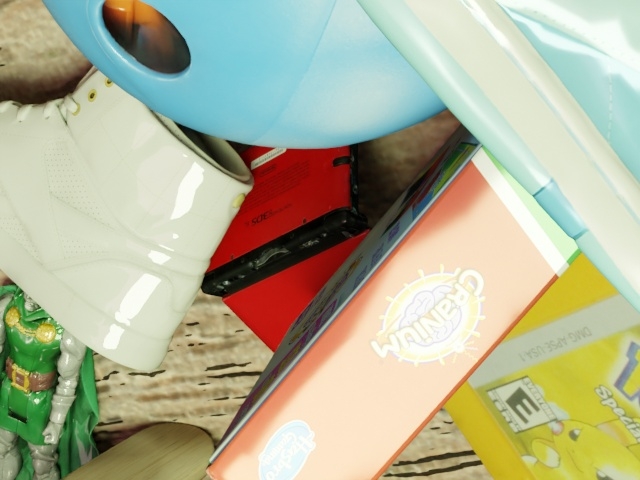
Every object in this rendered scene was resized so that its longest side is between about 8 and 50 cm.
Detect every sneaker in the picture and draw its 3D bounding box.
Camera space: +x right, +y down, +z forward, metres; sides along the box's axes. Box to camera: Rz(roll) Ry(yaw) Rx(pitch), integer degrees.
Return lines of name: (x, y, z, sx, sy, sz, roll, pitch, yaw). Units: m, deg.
sneaker: (-0.169, -0.069, 1.111, 0.292, 0.108, 0.169, 37, 104, 20)
sneaker: (0.165, -0.082, 0.644, 0.208, 0.127, 0.319, -42, 98, 15)

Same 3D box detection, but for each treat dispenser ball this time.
treat dispenser ball: (-0.009, -0.187, 0.835, 0.288, 0.288, 0.288, 12, 122, 19)

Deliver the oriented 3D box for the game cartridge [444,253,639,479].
game cartridge: (0.207, 0.117, 0.962, 0.285, 0.053, 0.324, 55, 150, -2)

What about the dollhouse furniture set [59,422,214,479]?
dollhouse furniture set: (0.027, 0.336, 1.211, 0.394, 0.256, 0.362, 20, 127, 40)

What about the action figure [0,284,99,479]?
action figure: (-0.209, 0.114, 1.250, 0.137, 0.063, 0.232, 20, 121, 18)

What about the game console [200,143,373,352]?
game console: (0.000, 0.000, 1.073, 0.085, 0.124, 0.144, 19, 150, -36)

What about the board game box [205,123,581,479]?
board game box: (0.085, -0.019, 0.859, 0.064, 0.242, 0.316, 40, 106, -2)
